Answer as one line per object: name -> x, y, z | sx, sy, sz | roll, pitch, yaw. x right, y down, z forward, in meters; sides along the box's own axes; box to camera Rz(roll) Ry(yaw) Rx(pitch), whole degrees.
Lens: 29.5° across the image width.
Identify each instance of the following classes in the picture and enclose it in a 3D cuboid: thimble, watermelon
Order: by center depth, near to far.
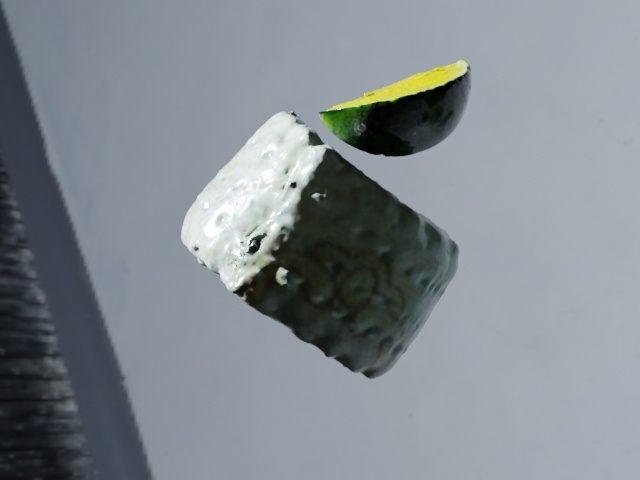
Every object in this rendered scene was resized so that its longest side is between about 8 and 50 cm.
watermelon -> 0.097, -0.150, 1.295 | 0.075, 0.181, 0.092 | 100, 147, -57
thimble -> 0.000, 0.000, 1.361 | 0.291, 0.291, 0.195 | 36, 90, 36
